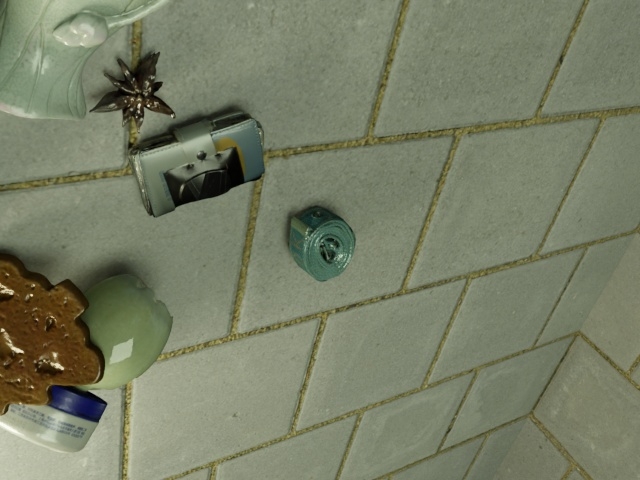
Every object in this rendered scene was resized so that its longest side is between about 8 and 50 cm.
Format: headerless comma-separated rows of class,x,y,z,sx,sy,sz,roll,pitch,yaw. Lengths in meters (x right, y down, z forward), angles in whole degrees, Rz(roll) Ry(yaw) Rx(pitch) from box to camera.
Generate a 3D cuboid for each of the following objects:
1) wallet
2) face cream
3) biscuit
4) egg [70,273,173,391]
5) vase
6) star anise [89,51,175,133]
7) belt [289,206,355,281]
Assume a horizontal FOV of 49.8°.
wallet,-0.209,-0.131,1.207,0.231,0.069,0.170,-22,143,-18
face cream,-0.507,0.304,1.261,0.111,0.206,0.206,-63,144,-15
biscuit,-0.522,0.175,1.145,0.301,0.043,0.278,-35,96,-3
egg,-0.385,0.175,1.260,0.217,0.183,0.183,-45,144,-20
vase,-0.269,-0.350,0.824,0.250,0.250,0.445,19,120,-46
star anise,-0.295,-0.219,1.060,0.129,0.056,0.124,-24,127,-23
belt,0.002,0.006,1.488,0.148,0.082,0.163,-24,133,-34
